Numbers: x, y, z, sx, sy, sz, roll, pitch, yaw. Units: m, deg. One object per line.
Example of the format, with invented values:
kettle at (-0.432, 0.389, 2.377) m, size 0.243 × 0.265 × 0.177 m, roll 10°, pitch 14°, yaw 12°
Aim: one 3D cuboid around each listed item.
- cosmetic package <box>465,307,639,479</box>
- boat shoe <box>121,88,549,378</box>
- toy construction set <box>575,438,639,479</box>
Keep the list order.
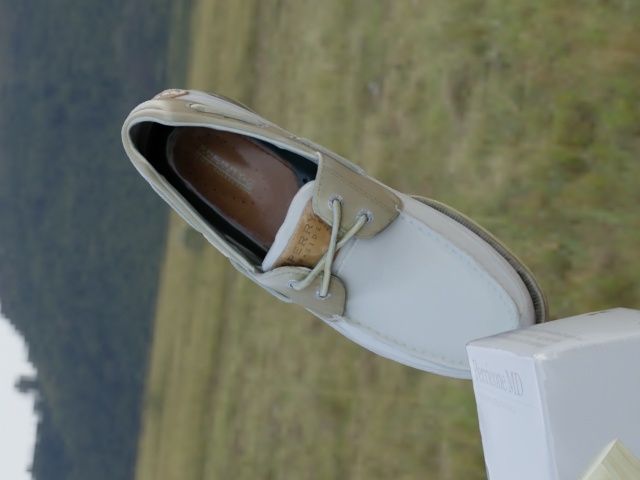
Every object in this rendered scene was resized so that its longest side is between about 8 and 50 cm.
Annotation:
cosmetic package at (0.128, 0.149, 0.709) m, size 0.117 × 0.086 × 0.231 m, roll 175°, pitch 84°, yaw -81°
boat shoe at (0.000, 0.000, 1.079) m, size 0.113 × 0.302 × 0.103 m, roll -65°, pitch -17°, yaw 10°
toy construction set at (0.217, 0.042, 0.456) m, size 0.328 × 0.151 × 0.215 m, roll -28°, pitch 44°, yaw 38°
